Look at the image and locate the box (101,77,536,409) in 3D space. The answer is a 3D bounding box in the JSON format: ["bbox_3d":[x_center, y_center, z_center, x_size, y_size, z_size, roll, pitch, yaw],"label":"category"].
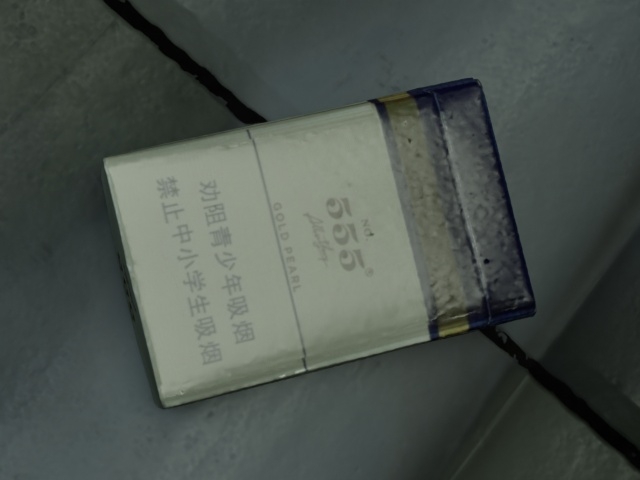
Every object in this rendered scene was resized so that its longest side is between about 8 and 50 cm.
[{"bbox_3d":[0.000,0.000,0.865,0.259,0.071,0.168,-12,87,-13],"label":"box"}]
